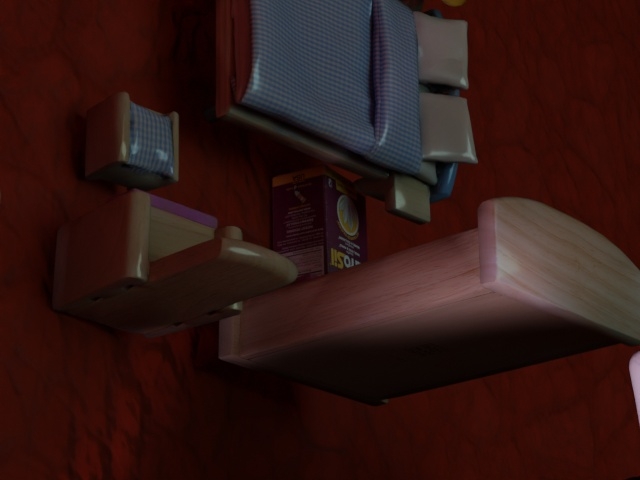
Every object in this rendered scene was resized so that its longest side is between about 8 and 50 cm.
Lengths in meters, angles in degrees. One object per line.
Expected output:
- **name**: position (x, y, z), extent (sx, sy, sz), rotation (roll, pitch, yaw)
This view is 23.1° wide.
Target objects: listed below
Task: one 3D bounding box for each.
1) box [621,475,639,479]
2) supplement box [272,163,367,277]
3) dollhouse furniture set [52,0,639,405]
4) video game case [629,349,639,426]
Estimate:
- **box**: position (0.134, 0.390, 0.830), extent (0.472, 0.297, 0.479), rotation (1, 77, -59)
- **supplement box**: position (0.000, 0.000, 1.018), extent (0.055, 0.043, 0.083), rotation (27, 56, -55)
- **dollhouse furniture set**: position (0.027, -0.090, 0.889), extent (0.286, 0.198, 0.303), rotation (22, 59, -43)
- **video game case**: position (0.267, 0.208, 0.740), extent (0.300, 0.036, 0.329), rotation (3, 76, -46)
